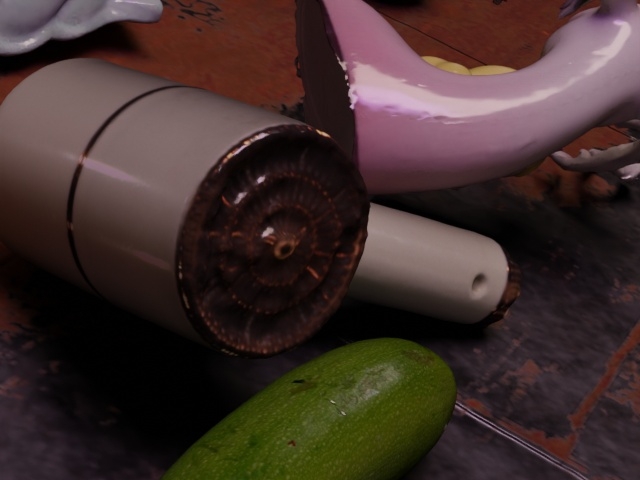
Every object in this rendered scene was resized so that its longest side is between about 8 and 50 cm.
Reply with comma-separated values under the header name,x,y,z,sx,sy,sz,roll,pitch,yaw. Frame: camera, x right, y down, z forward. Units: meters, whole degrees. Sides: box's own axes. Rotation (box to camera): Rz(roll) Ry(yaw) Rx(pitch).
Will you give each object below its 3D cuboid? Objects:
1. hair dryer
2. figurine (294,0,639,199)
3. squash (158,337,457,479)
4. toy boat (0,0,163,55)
name,x,y,z,sx,sy,sz,roll,pitch,yaw
hair dryer,0.000,0.000,1.045,0.362,0.128,0.203,15,4,-44
figurine,0.139,-0.128,1.256,0.316,0.206,0.284,-4,6,-11
squash,-0.013,0.112,0.890,0.082,0.082,0.292,32,31,18
toy boat,-0.253,-0.206,1.253,0.290,0.100,0.199,-1,36,-32
